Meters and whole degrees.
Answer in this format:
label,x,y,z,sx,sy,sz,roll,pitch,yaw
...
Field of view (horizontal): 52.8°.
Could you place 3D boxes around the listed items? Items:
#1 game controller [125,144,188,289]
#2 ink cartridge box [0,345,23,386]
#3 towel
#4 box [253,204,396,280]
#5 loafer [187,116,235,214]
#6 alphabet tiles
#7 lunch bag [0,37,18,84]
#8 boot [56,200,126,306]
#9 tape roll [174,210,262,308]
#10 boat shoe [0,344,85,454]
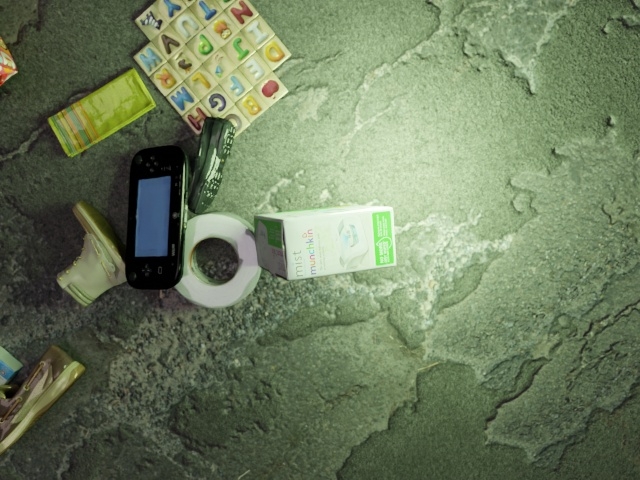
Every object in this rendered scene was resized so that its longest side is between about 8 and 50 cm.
label,x,y,z,sx,sy,sz,roll,pitch,yaw
game controller,-0.363,-0.051,1.431,0.166,0.067,0.320,-3,83,40
ink cartridge box,-0.791,0.323,1.544,0.088,0.052,0.122,41,98,-4
towel,-0.501,-0.291,1.473,0.237,0.021,0.102,-30,97,4
box,0.000,0.000,1.353,0.230,0.262,0.127,-6,96,-17
loafer,-0.258,-0.169,1.446,0.078,0.076,0.224,17,88,12
alphabet tiles,-0.245,-0.416,1.457,0.285,0.011,0.343,-39,95,5
lunch bag,-0.749,-0.416,1.327,0.120,0.293,0.258,-34,95,1
boot,-0.547,0.032,1.490,0.165,0.077,0.213,-32,99,7
tape roll,-0.240,0.043,1.487,0.219,0.072,0.220,0,98,0
boat shoe,-0.716,0.387,1.516,0.342,0.123,0.123,-45,96,2
